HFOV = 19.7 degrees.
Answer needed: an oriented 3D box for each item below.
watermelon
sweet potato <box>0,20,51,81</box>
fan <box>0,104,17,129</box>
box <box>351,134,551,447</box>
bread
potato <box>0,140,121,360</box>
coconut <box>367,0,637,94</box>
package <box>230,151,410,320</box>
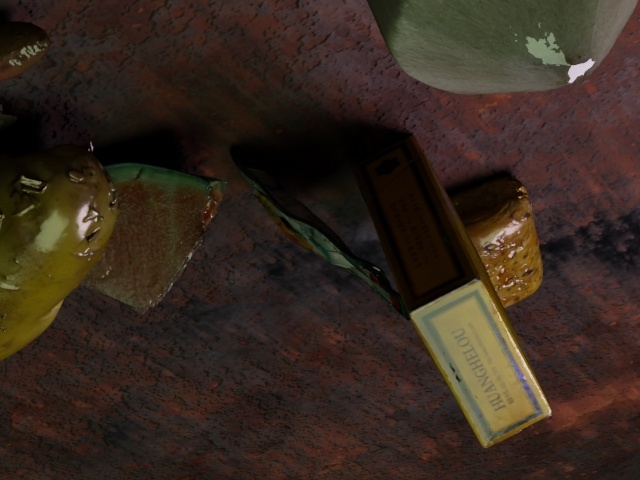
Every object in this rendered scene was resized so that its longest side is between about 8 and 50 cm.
[{"bbox_3d":[-0.202,-0.026,1.889,0.146,0.128,0.231,29,121,-12],"label":"watermelon"},{"bbox_3d":[-0.335,-0.149,1.652,0.214,0.050,0.050,-19,150,16],"label":"sweet potato"},{"bbox_3d":[-0.363,-0.116,1.654,0.152,0.008,0.227,-12,169,0],"label":"fan"},{"bbox_3d":[0.131,0.046,1.900,0.084,0.301,0.193,-26,122,5],"label":"box"},{"bbox_3d":[0.203,0.010,2.155,0.114,0.083,0.211,-23,151,2],"label":"bread"},{"bbox_3d":[-0.313,0.010,1.811,0.173,0.140,0.300,30,126,-19],"label":"potato"},{"bbox_3d":[0.153,-0.234,1.543,0.237,0.266,0.237,-15,142,-12],"label":"coconut"},{"bbox_3d":[0.000,0.000,1.911,0.040,0.232,0.166,-47,152,-3],"label":"package"}]
